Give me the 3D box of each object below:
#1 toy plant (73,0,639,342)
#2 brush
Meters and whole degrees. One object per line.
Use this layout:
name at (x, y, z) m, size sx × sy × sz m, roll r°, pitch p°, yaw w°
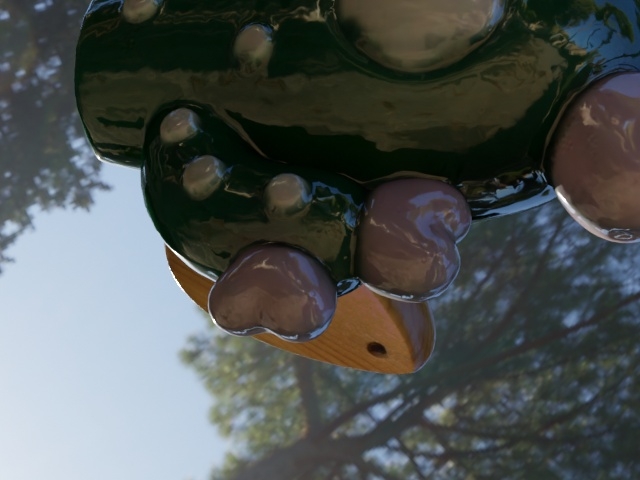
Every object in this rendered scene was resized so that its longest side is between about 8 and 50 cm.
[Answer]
toy plant at (0.032, -0.065, 0.481) m, size 0.232 × 0.243 × 0.112 m, roll -116°, pitch -170°, yaw -46°
brush at (0.000, 0.000, 1.135) m, size 0.267 × 0.166 × 0.174 m, roll 36°, pitch -46°, yaw -9°
